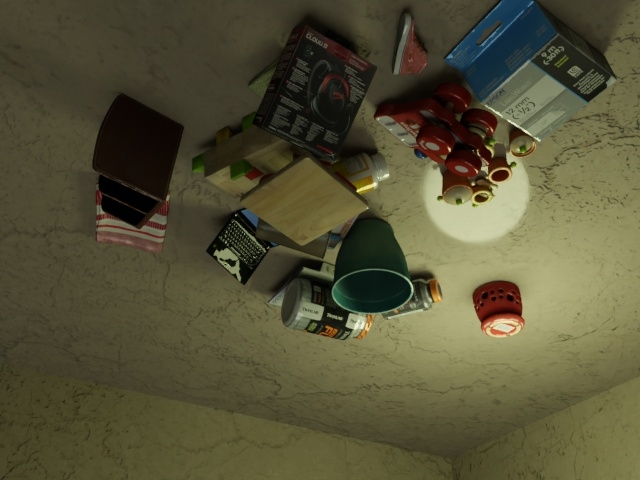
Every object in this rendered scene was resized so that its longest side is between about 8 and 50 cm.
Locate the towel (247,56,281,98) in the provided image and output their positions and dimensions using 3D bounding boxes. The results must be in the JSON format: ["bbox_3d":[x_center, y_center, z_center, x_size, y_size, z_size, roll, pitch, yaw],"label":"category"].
[{"bbox_3d":[-0.113,-0.424,1.571,0.148,0.027,0.110,-26,133,30],"label":"towel"}]

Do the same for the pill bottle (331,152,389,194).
[{"bbox_3d":[0.095,-0.191,1.765,0.215,0.117,0.117,-21,141,-3],"label":"pill bottle"}]

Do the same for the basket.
[{"bbox_3d":[-0.083,-0.051,1.840,0.226,0.154,0.204,12,135,-5],"label":"basket"}]

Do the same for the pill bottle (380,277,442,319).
[{"bbox_3d":[0.354,0.225,2.302,0.245,0.130,0.130,-17,138,20],"label":"pill bottle"}]

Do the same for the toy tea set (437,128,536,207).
[{"bbox_3d":[0.505,-0.202,1.764,0.200,0.124,0.336,12,140,-14],"label":"toy tea set"}]

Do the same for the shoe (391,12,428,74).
[{"bbox_3d":[0.232,-0.489,1.460,0.081,0.063,0.178,1,147,-3],"label":"shoe"}]

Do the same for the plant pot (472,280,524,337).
[{"bbox_3d":[0.717,0.285,2.342,0.191,0.174,0.191,1,144,1],"label":"plant pot"}]

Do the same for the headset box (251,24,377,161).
[{"bbox_3d":[-0.009,-0.378,1.465,0.218,0.110,0.293,21,95,-25],"label":"headset box"}]

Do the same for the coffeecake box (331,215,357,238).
[{"bbox_3d":[0.018,-0.091,1.956,0.185,0.068,0.142,13,140,-15],"label":"coffeecake box"}]

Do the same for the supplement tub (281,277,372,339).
[{"bbox_3d":[0.026,0.266,2.204,0.316,0.194,0.193,16,139,-19],"label":"supplement tub"}]

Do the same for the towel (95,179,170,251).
[{"bbox_3d":[-0.650,-0.079,2.007,0.237,0.037,0.329,10,140,-13],"label":"towel"}]

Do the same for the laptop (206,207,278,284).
[{"bbox_3d":[-0.219,0.010,2.030,0.136,0.264,0.234,18,158,42],"label":"laptop"}]

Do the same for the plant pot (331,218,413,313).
[{"bbox_3d":[0.173,0.076,2.016,0.271,0.255,0.272,1,141,0],"label":"plant pot"}]

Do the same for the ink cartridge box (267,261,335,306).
[{"bbox_3d":[-0.008,0.202,2.332,0.307,0.072,0.303,23,138,-22],"label":"ink cartridge box"}]

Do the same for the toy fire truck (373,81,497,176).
[{"bbox_3d":[0.325,-0.296,1.628,0.302,0.169,0.254,30,166,-34],"label":"toy fire truck"}]

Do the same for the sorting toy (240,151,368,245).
[{"bbox_3d":[-0.044,-0.130,1.630,0.257,0.089,0.255,-29,133,31],"label":"sorting toy"}]

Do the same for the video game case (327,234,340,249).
[{"bbox_3d":[0.000,0.000,2.052,0.119,0.015,0.166,10,166,-5],"label":"video game case"}]

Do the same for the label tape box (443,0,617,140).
[{"bbox_3d":[0.529,-0.433,1.483,0.347,0.115,0.249,22,137,-27],"label":"label tape box"}]

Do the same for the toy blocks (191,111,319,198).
[{"bbox_3d":[-0.150,-0.222,1.736,0.381,0.191,0.261,-21,148,25],"label":"toy blocks"}]

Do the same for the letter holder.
[{"bbox_3d":[-0.530,-0.224,1.608,0.214,0.302,0.152,28,134,-30],"label":"letter holder"}]
